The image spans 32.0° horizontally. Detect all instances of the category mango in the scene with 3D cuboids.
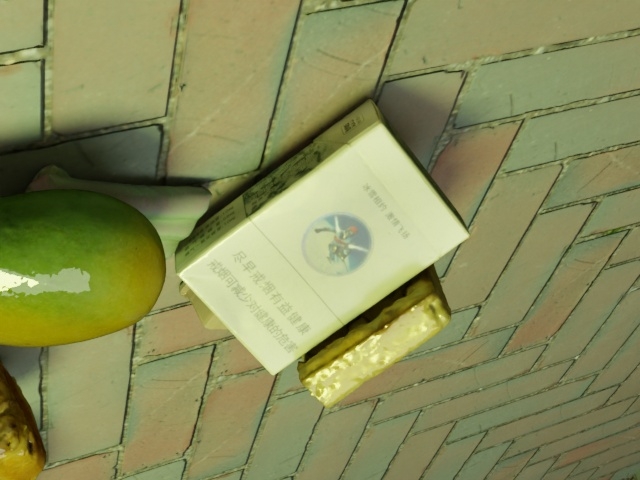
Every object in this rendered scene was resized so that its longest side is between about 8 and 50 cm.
[{"bbox_3d":[-0.252,0.028,0.944,0.251,0.114,0.156,-6,153,-31],"label":"mango"}]

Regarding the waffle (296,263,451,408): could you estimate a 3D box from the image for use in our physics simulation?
[{"bbox_3d":[0.058,0.076,1.247,0.168,0.057,0.274,-35,-167,10],"label":"waffle"}]

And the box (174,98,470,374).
[{"bbox_3d":[0.000,0.000,1.141,0.256,0.069,0.164,-36,115,10],"label":"box"}]

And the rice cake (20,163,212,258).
[{"bbox_3d":[-0.227,0.002,1.077,0.198,0.037,0.189,10,133,-47],"label":"rice cake"}]

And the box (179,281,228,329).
[{"bbox_3d":[-0.086,0.056,1.258,0.122,0.062,0.089,6,136,-44],"label":"box"}]

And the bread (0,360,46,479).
[{"bbox_3d":[-0.433,0.231,1.129,0.294,0.167,0.132,-27,142,-15],"label":"bread"}]
